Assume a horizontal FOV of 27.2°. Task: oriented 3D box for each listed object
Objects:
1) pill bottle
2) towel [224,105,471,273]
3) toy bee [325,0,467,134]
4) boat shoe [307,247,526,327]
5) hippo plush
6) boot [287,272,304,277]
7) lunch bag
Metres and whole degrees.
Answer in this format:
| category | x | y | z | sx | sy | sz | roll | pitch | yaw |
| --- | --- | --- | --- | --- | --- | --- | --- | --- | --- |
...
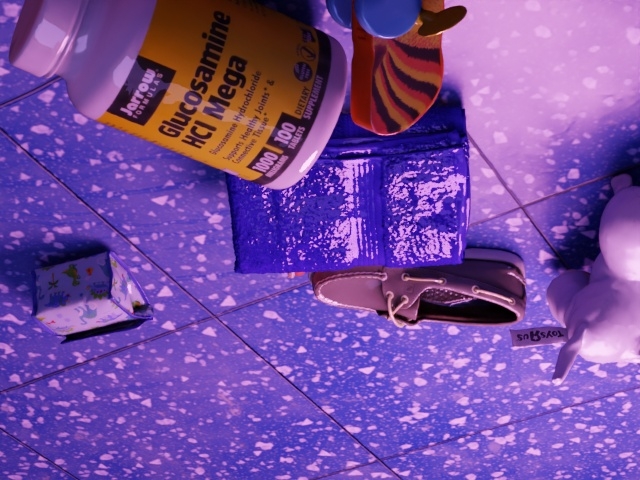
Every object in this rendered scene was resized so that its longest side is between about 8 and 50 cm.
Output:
| category | x | y | z | sx | sy | sz | roll | pitch | yaw |
| --- | --- | --- | --- | --- | --- | --- | --- | --- | --- |
| pill bottle | -0.154 | -0.194 | 1.433 | 0.334 | 0.188 | 0.188 | 20 | 137 | -23 |
| towel | 0.033 | -0.053 | 1.651 | 0.308 | 0.076 | 0.227 | -3 | 122 | 3 |
| toy bee | 0.096 | -0.264 | 1.366 | 0.162 | 0.195 | 0.298 | -17 | 132 | -18 |
| boat shoe | 0.134 | 0.068 | 1.832 | 0.305 | 0.091 | 0.109 | 1 | 141 | 0 |
| hippo plush | 0.399 | 0.028 | 1.734 | 0.294 | 0.234 | 0.236 | 1 | 113 | -23 |
| boot | 0.000 | 0.000 | 1.780 | 0.085 | 0.059 | 0.158 | 7 | 140 | -15 |
| lunch bag | -0.322 | 0.092 | 1.877 | 0.129 | 0.096 | 0.151 | -12 | 154 | 12 |
